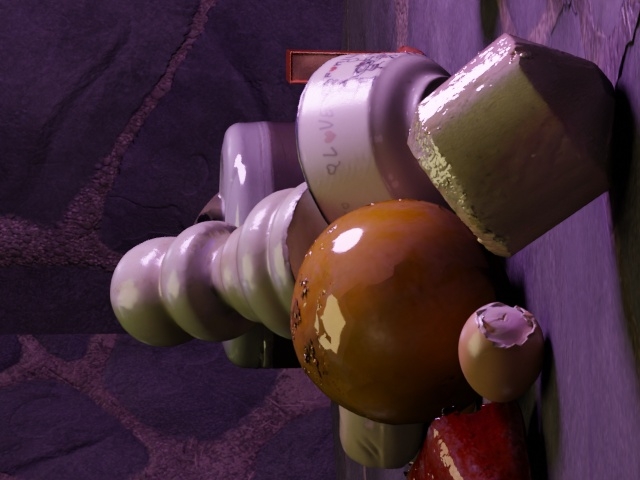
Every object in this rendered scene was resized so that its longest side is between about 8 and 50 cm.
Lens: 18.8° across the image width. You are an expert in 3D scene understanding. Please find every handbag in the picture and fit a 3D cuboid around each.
[{"bbox_3d":[0.049,-0.242,2.695,0.127,0.190,0.063,-115,26,-83],"label":"handbag"}]

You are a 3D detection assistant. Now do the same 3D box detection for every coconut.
[{"bbox_3d":[0.156,-0.079,1.471,0.147,0.152,0.147,49,-170,-11],"label":"coconut"}]

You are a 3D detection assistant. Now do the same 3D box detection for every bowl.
[{"bbox_3d":[0.098,-0.101,2.086,0.237,0.126,0.238,19,-115,-46],"label":"bowl"}]

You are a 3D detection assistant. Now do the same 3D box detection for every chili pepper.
[{"bbox_3d":[0.165,0.271,1.782,0.144,0.136,0.253,-38,45,24],"label":"chili pepper"}]

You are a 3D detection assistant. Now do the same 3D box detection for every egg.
[{"bbox_3d":[0.165,0.105,1.773,0.080,0.080,0.096,-94,10,-47],"label":"egg"}]

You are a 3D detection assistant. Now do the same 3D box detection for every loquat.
[{"bbox_3d":[0.082,0.072,1.937,0.235,0.235,0.235,180,90,-86],"label":"loquat"}]

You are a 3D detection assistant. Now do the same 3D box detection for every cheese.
[{"bbox_3d":[0.081,0.186,2.741,0.233,0.127,0.266,96,174,-63],"label":"cheese"}]

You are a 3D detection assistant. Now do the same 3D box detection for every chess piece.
[{"bbox_3d":[-0.097,0.044,2.167,0.182,0.330,0.182,17,-113,-47],"label":"chess piece"}]

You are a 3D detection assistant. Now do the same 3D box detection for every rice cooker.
[{"bbox_3d":[0.000,0.000,2.421,0.335,0.325,0.335,179,90,-86],"label":"rice cooker"}]

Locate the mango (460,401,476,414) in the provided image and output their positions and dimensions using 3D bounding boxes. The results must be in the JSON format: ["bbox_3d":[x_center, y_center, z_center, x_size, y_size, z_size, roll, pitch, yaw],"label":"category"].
[{"bbox_3d":[0.151,0.153,2.198,0.079,0.057,0.114,119,148,-67],"label":"mango"}]
